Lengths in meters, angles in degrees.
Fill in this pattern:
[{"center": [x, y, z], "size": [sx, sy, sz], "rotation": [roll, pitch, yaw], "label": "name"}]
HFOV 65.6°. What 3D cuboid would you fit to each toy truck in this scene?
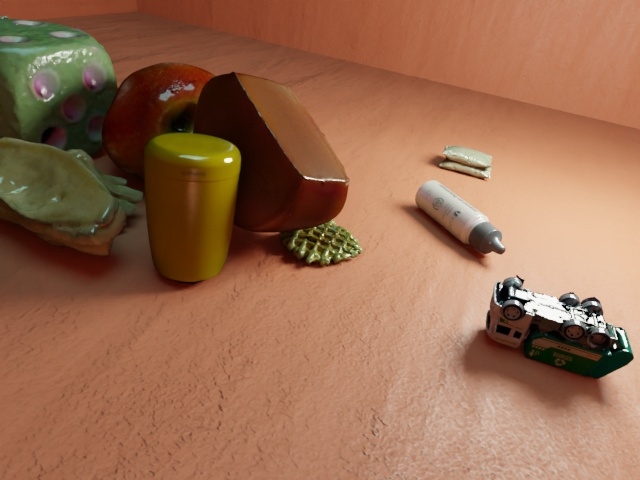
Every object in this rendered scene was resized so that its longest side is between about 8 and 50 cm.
[{"center": [0.442, 0.164, 0.931], "size": [0.253, 0.124, 0.114], "rotation": [15, 31, 13], "label": "toy truck"}]

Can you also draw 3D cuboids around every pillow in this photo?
[{"center": [0.516, -0.281, 1.735], "size": [0.181, 0.078, 0.134], "rotation": [19, 32, 13], "label": "pillow"}]

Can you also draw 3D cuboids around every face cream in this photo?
[{"center": [0.371, -0.053, 1.304], "size": [0.092, 0.092, 0.311], "rotation": [-7, 35, -26], "label": "face cream"}]

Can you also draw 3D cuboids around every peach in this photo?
[{"center": [-0.403, -0.309, 1.313], "size": [0.289, 0.373, 0.373], "rotation": [29, 18, -34], "label": "peach"}]

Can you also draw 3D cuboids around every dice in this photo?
[{"center": [-0.761, -0.395, 1.322], "size": [0.322, 0.318, 0.330], "rotation": [22, 34, 19], "label": "dice"}]

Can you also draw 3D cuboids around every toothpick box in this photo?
[{"center": [-0.250, -0.057, 0.961], "size": [0.174, 0.271, 0.175], "rotation": [8, 25, -4], "label": "toothpick box"}]

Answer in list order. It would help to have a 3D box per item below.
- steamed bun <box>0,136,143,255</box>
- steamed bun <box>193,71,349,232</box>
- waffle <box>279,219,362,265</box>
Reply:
[{"center": [-0.549, -0.100, 1.066], "size": [0.427, 0.189, 0.247], "rotation": [19, 61, 17], "label": "steamed bun"}, {"center": [-0.129, -0.174, 1.101], "size": [0.235, 0.248, 0.379], "rotation": [-8, 60, -52], "label": "steamed bun"}, {"center": [0.000, 0.000, 1.160], "size": [0.183, 0.036, 0.169], "rotation": [-13, 39, -33], "label": "waffle"}]
